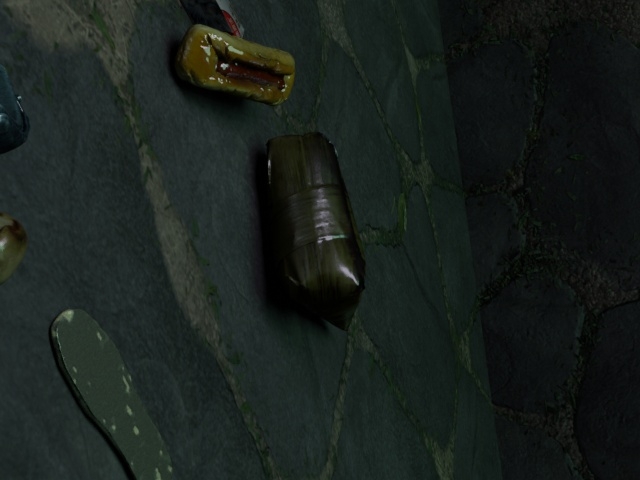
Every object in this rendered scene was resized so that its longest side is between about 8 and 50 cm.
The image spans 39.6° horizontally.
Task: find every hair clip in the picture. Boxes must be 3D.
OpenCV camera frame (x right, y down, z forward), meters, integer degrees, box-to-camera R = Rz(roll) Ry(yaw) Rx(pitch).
[{"bbox_3d":[-0.255,-0.097,0.713,0.275,0.048,0.083,31,-41,64],"label":"hair clip"}]

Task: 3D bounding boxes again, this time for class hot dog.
[{"bbox_3d":[-0.103,-0.240,1.257,0.242,0.073,0.084,4,113,-57],"label":"hot dog"}]

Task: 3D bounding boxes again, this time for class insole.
[{"bbox_3d":[-0.215,0.175,0.935,0.081,0.011,0.248,-65,138,-55],"label":"insole"}]

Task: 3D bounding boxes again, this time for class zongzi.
[{"bbox_3d":[0.000,0.000,1.433,0.300,0.138,0.286,63,15,-67],"label":"zongzi"}]

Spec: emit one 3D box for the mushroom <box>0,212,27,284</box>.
[{"bbox_3d":[-0.333,-0.088,0.634,0.159,0.122,0.328,-57,136,-43],"label":"mushroom"}]

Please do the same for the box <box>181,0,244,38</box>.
[{"bbox_3d":[-0.176,-0.363,1.232,0.039,0.055,0.218,-77,148,-41],"label":"box"}]
